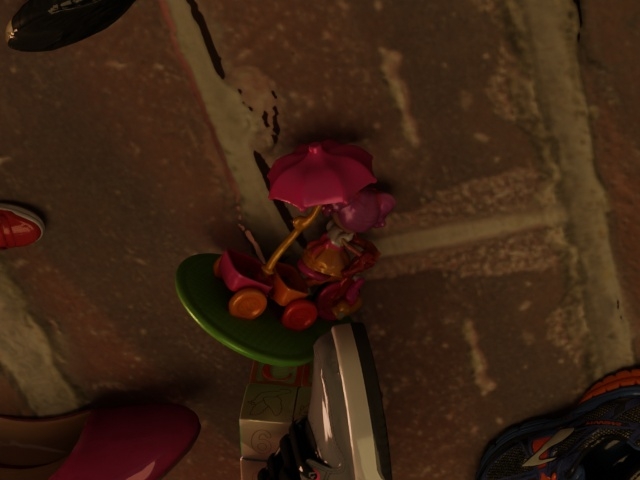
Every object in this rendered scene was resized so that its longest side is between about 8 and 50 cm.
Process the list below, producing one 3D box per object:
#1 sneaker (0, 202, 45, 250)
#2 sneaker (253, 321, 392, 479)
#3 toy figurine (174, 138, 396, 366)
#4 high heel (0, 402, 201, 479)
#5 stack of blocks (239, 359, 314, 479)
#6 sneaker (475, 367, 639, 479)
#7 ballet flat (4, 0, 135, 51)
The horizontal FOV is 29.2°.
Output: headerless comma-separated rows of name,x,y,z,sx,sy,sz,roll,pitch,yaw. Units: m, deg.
sneaker,-0.286,0.002,0.989,0.119,0.067,0.042,1,125,7
sneaker,-0.041,0.202,0.903,0.179,0.124,0.295,-2,108,-4
toy figurine,0.000,0.000,0.941,0.173,0.130,0.159,16,119,-32
high heel,-0.298,0.180,1.090,0.377,0.127,0.181,-23,113,17
stack of blocks,-0.018,0.236,1.062,0.087,0.171,0.297,4,125,4
sneaker,0.213,0.195,1.056,0.083,0.087,0.221,36,121,-17
ballet flat,-0.157,-0.185,0.863,0.173,0.049,0.057,-30,162,25
